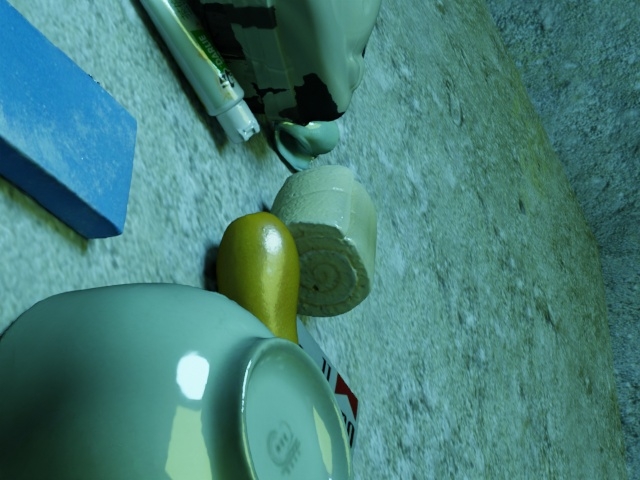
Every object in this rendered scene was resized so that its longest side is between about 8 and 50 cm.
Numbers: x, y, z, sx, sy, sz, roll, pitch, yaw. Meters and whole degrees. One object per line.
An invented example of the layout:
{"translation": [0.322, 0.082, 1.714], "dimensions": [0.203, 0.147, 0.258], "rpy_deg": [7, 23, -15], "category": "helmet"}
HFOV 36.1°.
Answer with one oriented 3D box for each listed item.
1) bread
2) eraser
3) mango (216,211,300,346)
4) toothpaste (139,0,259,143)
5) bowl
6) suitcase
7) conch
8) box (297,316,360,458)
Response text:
{"translation": [0.000, 0.000, 1.214], "dimensions": [0.141, 0.134, 0.148], "rpy_deg": [-80, 154, -55], "category": "bread"}
{"translation": [-0.272, -0.133, 0.830], "dimensions": [0.312, 0.042, 0.144], "rpy_deg": [44, 36, -46], "category": "eraser"}
{"translation": [-0.067, 0.058, 1.085], "dimensions": [0.102, 0.085, 0.184], "rpy_deg": [7, 74, -47], "category": "mango"}
{"translation": [-0.169, -0.253, 1.147], "dimensions": [0.314, 0.056, 0.058], "rpy_deg": [58, -14, -20], "category": "toothpaste"}
{"translation": [-0.093, 0.185, 0.803], "dimensions": [0.354, 0.185, 0.354], "rpy_deg": [46, 34, -44], "category": "bowl"}
{"translation": [-0.009, -0.326, 1.272], "dimensions": [0.339, 0.194, 0.351], "rpy_deg": [76, 25, -53], "category": "suitcase"}
{"translation": [-0.019, -0.142, 1.385], "dimensions": [0.065, 0.088, 0.180], "rpy_deg": [33, 17, 26], "category": "conch"}
{"translation": [-0.012, 0.182, 1.171], "dimensions": [0.177, 0.036, 0.115], "rpy_deg": [56, 27, -30], "category": "box"}
